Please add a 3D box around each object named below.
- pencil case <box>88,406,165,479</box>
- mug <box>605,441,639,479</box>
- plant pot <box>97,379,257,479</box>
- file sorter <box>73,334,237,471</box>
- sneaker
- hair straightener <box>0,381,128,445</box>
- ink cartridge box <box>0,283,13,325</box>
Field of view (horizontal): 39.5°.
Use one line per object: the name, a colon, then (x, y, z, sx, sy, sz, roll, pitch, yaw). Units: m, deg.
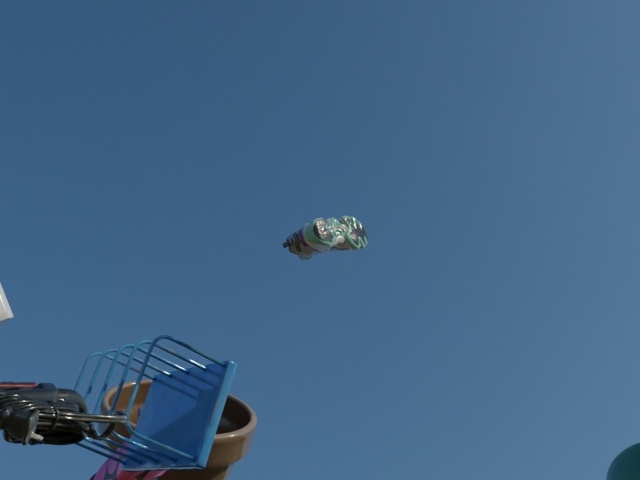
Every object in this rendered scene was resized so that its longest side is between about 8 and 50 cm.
pencil case: (-0.253, 0.311, 1.237, 0.095, 0.098, 0.209, 33, -57, -9)
mug: (0.367, 0.287, 0.962, 0.158, 0.097, 0.129, 46, -62, -8)
plant pot: (-0.254, 0.384, 1.505, 0.263, 0.263, 0.229, 8, -80, -10)
file sorter: (-0.194, 0.179, 0.980, 0.104, 0.118, 0.170, 32, -31, -30)
sneaker: (0.000, 0.000, 0.955, 0.069, 0.038, 0.098, -24, -21, 37)
hair straightener: (-0.187, 0.107, 0.507, 0.089, 0.047, 0.230, 16, -6, 30)
ink cartridge box: (-0.556, 0.035, 1.136, 0.130, 0.272, 0.309, -18, -8, -46)
